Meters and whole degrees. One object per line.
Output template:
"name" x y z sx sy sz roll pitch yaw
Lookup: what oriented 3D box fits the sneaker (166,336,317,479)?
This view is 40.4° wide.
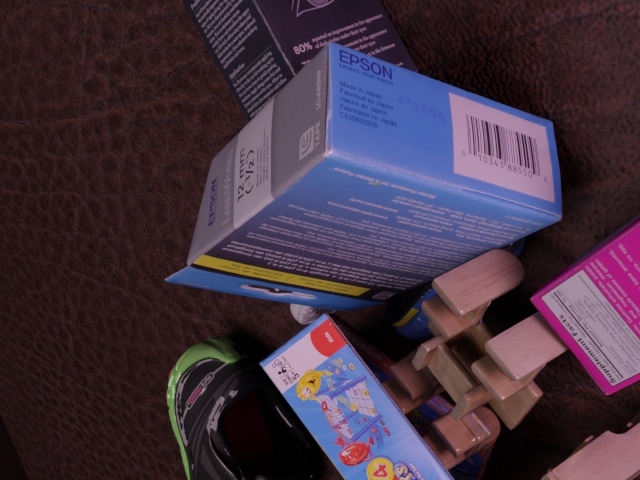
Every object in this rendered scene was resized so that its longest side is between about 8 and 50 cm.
"sneaker" -0.106 0.389 1.356 0.202 0.185 0.483 10 122 50

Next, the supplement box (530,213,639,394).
"supplement box" 0.295 0.021 0.707 0.114 0.111 0.220 53 143 8

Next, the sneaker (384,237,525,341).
"sneaker" 0.159 0.048 0.936 0.082 0.069 0.209 29 135 -17

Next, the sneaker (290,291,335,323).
"sneaker" 0.000 0.000 1.071 0.115 0.090 0.232 45 133 32

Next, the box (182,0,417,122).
"box" -0.025 -0.218 0.888 0.108 0.153 0.207 -28 90 54

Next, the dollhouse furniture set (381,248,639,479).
"dollhouse furniture set" 0.209 0.146 0.859 0.242 0.161 0.212 52 150 25

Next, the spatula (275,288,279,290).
"spatula" -0.066 -0.045 1.077 0.242 0.019 0.168 103 150 -56

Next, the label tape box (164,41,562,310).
"label tape box" 0.024 -0.033 0.864 0.347 0.249 0.115 -31 53 54

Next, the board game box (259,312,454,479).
"board game box" 0.063 0.246 0.985 0.302 0.086 0.308 52 172 11

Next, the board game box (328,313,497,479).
"board game box" 0.097 0.225 1.141 0.281 0.027 0.145 35 138 30
